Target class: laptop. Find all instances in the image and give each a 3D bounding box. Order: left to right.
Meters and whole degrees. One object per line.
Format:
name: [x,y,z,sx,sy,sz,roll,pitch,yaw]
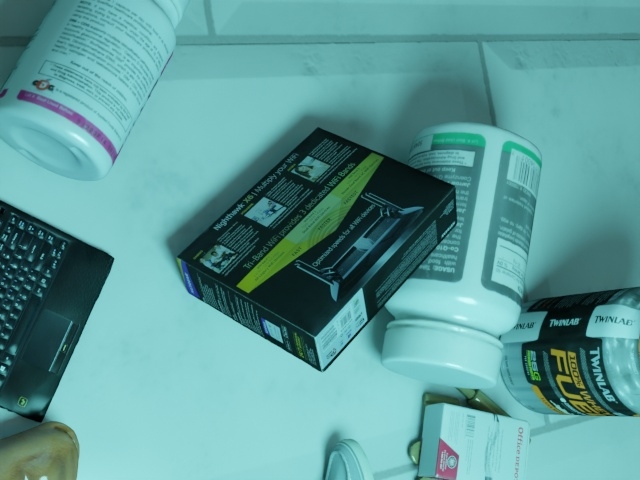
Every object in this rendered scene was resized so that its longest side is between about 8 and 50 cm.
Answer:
laptop: [-0.382,0.058,1.181,0.264,0.136,0.234,30,69,-23]

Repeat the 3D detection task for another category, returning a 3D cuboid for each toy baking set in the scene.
toy baking set: [0.240,0.341,1.558,0.256,0.030,0.196,37,67,-10]

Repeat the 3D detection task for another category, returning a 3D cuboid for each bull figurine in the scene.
bull figurine: [-0.412,0.315,1.146,0.310,0.101,0.188,-15,94,-29]

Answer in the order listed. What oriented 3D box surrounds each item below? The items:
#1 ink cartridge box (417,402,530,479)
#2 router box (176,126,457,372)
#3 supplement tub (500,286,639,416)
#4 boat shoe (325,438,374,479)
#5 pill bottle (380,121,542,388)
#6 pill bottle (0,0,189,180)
ink cartridge box: [0.231,0.312,1.507,0.150,0.063,0.109,15,72,-19]
router box: [0.000,0.000,1.361,0.309,0.243,0.081,-45,145,-27]
supplement tub: [0.440,0.173,1.544,0.194,0.316,0.193,5,79,-29]
boat shoe: [0.026,0.394,1.402,0.081,0.079,0.227,2,85,-35]
pill bottle: [0.205,0.024,1.493,0.204,0.204,0.361,21,72,-26]
pill bottle: [-0.281,-0.231,1.273,0.160,0.160,0.283,32,68,-22]
